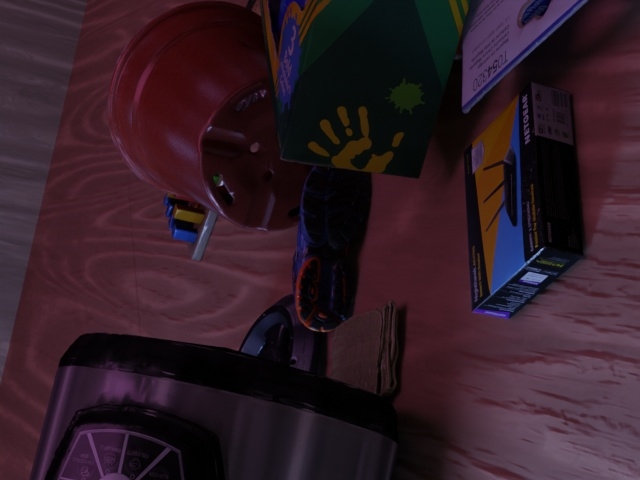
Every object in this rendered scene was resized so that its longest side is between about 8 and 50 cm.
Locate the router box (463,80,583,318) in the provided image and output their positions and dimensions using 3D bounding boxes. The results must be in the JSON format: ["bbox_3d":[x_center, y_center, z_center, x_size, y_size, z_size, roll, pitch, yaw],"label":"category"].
[{"bbox_3d":[0.184,-0.036,1.460,0.133,0.046,0.179,131,146,-52],"label":"router box"}]

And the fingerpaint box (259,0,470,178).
[{"bbox_3d":[0.046,-0.345,1.724,0.445,0.163,0.371,-99,20,-54],"label":"fingerpaint box"}]

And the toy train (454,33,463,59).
[{"bbox_3d":[0.150,-0.280,1.702,0.166,0.046,0.125,-98,29,-43],"label":"toy train"}]

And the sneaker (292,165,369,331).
[{"bbox_3d":[0.000,0.000,1.882,0.087,0.083,0.221,157,126,-72],"label":"sneaker"}]

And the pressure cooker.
[{"bbox_3d":[-0.123,0.329,1.581,0.370,0.375,0.421,165,120,-68],"label":"pressure cooker"}]

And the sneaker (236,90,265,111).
[{"bbox_3d":[-0.119,-0.187,2.304,0.232,0.115,0.090,16,74,46],"label":"sneaker"}]

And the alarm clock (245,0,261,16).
[{"bbox_3d":[-0.081,-0.300,2.300,0.192,0.064,0.129,-9,70,66],"label":"alarm clock"}]

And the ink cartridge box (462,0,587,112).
[{"bbox_3d":[0.232,-0.322,1.482,0.324,0.071,0.330,139,137,-59],"label":"ink cartridge box"}]

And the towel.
[{"bbox_3d":[0.048,0.132,1.743,0.148,0.027,0.110,149,130,-61],"label":"towel"}]

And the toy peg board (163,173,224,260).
[{"bbox_3d":[-0.211,-0.082,2.486,0.161,0.079,0.161,-112,40,-58],"label":"toy peg board"}]

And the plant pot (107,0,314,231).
[{"bbox_3d":[-0.104,-0.144,2.018,0.265,0.272,0.272,40,115,59],"label":"plant pot"}]

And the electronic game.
[{"bbox_3d":[-0.060,0.176,1.968,0.229,0.048,0.229,-49,30,42],"label":"electronic game"}]
